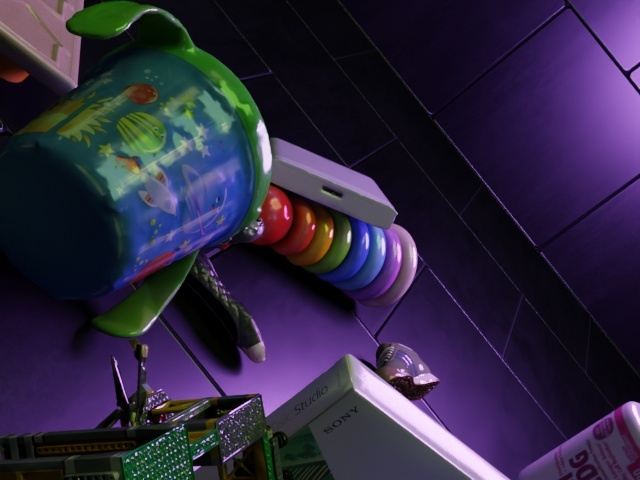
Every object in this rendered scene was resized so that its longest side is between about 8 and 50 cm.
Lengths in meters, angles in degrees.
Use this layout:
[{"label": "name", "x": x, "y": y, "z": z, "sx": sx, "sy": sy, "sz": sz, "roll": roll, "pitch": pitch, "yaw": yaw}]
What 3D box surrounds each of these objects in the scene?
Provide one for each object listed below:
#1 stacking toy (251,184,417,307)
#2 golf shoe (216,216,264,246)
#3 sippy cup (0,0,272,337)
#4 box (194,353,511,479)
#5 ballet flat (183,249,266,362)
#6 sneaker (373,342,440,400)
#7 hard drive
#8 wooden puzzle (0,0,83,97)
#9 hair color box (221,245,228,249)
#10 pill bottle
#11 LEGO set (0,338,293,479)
[{"label": "stacking toy", "x": 0.000, "y": 0.000, "z": 1.623, "sx": 0.330, "sy": 0.141, "sz": 0.141, "roll": 22, "pitch": 34, "yaw": -44}, {"label": "golf shoe", "x": -0.204, "y": -0.034, "z": 1.287, "sx": 0.273, "sy": 0.120, "sz": 0.105, "roll": 11, "pitch": 73, "yaw": -32}, {"label": "sippy cup", "x": -0.200, "y": -0.059, "z": 1.050, "sx": 0.305, "sy": 0.240, "sz": 0.224, "roll": 60, "pitch": 35, "yaw": -10}, {"label": "box", "x": 0.051, "y": 0.276, "z": 1.084, "sx": 0.322, "sy": 0.232, "sz": 0.058, "roll": 40, "pitch": 22, "yaw": -27}, {"label": "ballet flat", "x": -0.128, "y": 0.085, "z": 1.322, "sx": 0.049, "sy": 0.057, "sz": 0.173, "roll": -35, "pitch": 84, "yaw": -30}, {"label": "sneaker", "x": 0.106, "y": 0.194, "z": 1.606, "sx": 0.086, "sy": 0.064, "sz": 0.192, "roll": 52, "pitch": 18, "yaw": 25}, {"label": "hard drive", "x": 0.007, "y": -0.096, "z": 1.701, "sx": 0.203, "sy": 0.040, "sz": 0.307, "roll": 23, "pitch": 9, "yaw": -7}, {"label": "wooden puzzle", "x": -0.438, "y": -0.327, "z": 1.313, "sx": 0.322, "sy": 0.080, "sz": 0.348, "roll": 39, "pitch": 19, "yaw": -33}, {"label": "hair color box", "x": -0.178, "y": -0.067, "z": 1.446, "sx": 0.167, "sy": 0.053, "sz": 0.093, "roll": 33, "pitch": 28, "yaw": -39}, {"label": "pill bottle", "x": 0.390, "y": 0.375, "z": 1.568, "sx": 0.160, "sy": 0.283, "sz": 0.160, "roll": 43, "pitch": 21, "yaw": -21}, {"label": "LEGO set", "x": -0.166, "y": 0.239, "z": 0.846, "sx": 0.331, "sy": 0.192, "sz": 0.254, "roll": -36, "pitch": 117, "yaw": -67}]
